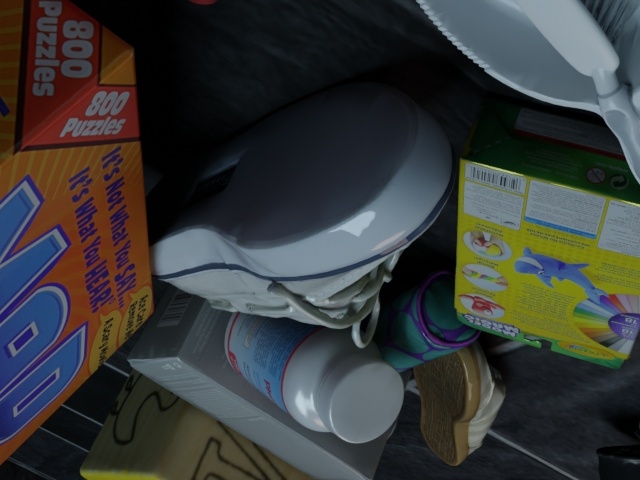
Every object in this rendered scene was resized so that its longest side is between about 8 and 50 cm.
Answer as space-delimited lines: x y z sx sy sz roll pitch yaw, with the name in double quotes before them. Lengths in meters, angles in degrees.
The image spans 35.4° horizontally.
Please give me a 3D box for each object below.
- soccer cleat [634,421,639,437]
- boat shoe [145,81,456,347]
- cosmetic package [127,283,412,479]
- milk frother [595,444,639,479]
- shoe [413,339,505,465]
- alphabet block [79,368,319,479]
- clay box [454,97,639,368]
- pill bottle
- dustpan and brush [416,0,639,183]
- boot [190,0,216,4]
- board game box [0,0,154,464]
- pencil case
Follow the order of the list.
"soccer cleat" 0.320 0.164 0.768 0.072 0.060 0.179 22 180 -22
"boat shoe" -0.004 0.007 0.693 0.156 0.135 0.367 37 154 -23
"cosmetic package" -0.040 0.120 0.940 0.238 0.127 0.107 40 150 -26
"milk frother" 0.321 0.249 0.864 0.129 0.134 0.143 2 175 -38
"shoe" 0.129 0.135 0.916 0.076 0.058 0.219 47 160 28
"alphabet block" -0.100 0.203 1.060 0.193 0.197 0.192 37 151 -23
"clay box" 0.155 0.007 0.649 0.128 0.053 0.222 16 154 15
"pill bottle" -0.006 0.098 0.797 0.087 0.087 0.160 43 171 -34
"dustpan and brush" 0.131 -0.092 0.477 0.147 0.060 0.211 -8 139 47
"boot" -0.020 -0.163 0.450 0.244 0.088 0.176 23 155 21
"board game box" -0.356 -0.010 0.604 0.356 0.356 0.356 39 156 11
"pencil case" 0.070 0.070 0.816 0.064 0.070 0.152 38 152 -10
